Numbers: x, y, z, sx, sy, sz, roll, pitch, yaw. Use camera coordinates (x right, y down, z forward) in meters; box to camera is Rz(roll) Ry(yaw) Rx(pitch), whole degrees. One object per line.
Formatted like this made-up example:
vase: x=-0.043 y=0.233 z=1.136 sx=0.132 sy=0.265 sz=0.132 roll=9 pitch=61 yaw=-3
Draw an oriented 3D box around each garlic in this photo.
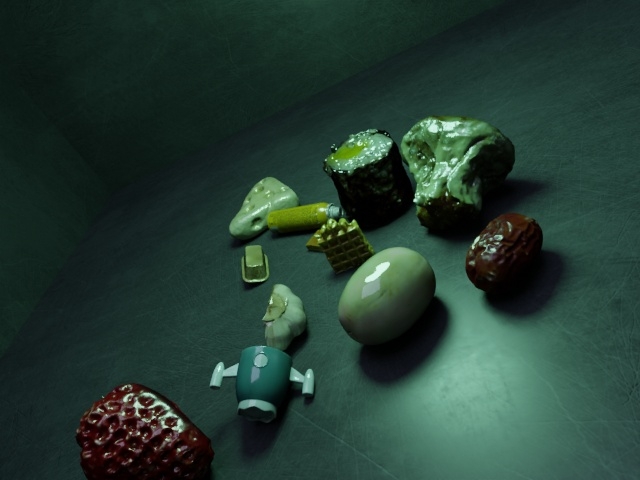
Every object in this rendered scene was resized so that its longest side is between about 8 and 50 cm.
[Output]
garlic: x=-0.115 y=0.257 z=1.555 sx=0.142 sy=0.178 sz=0.229 roll=2 pitch=55 yaw=-5

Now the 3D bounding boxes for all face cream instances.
face cream: x=-0.061 y=-0.097 z=2.002 sx=0.348 sy=0.105 sz=0.105 roll=-7 pitch=40 yaw=34

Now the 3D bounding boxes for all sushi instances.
sushi: x=0.188 y=-0.243 z=1.816 sx=0.299 sy=0.294 sz=0.281 roll=-38 pitch=34 yaw=-12

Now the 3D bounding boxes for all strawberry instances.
strawberry: x=-0.462 y=0.568 z=1.292 sx=0.345 sy=0.318 sz=0.295 roll=10 pitch=17 yaw=26

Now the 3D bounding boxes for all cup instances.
cup: x=-0.168 y=0.416 z=1.354 sx=0.299 sy=0.167 sz=0.173 roll=3 pitch=49 yaw=6

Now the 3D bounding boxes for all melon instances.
melon: x=0.191 y=0.154 z=1.347 sx=0.317 sy=0.223 sz=0.223 roll=-43 pitch=34 yaw=-21

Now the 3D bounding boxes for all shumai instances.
shumai: x=0.423 y=-0.203 z=1.590 sx=0.397 sy=0.324 sz=0.323 roll=3 pitch=62 yaw=44

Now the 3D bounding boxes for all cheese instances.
cheese: x=-0.299 y=-0.163 z=2.264 sx=0.351 sy=0.130 sz=0.328 roll=-33 pitch=35 yaw=-5

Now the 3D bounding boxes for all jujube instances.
jujube: x=0.505 y=0.033 z=1.299 sx=0.250 sy=0.174 sz=0.174 roll=-38 pitch=32 yaw=-25

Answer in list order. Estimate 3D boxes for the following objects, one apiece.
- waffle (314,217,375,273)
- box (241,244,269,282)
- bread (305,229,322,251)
waffle: x=0.080 y=0.006 z=1.648 sx=0.160 sy=0.211 sz=0.055 roll=-21 pitch=34 yaw=15
box: x=-0.267 y=0.098 z=1.926 sx=0.111 sy=0.111 sz=0.177 roll=-26 pitch=37 yaw=9
bread: x=0.000 y=0.000 z=1.886 sx=0.090 sy=0.035 sz=0.094 roll=5 pitch=48 yaw=44
